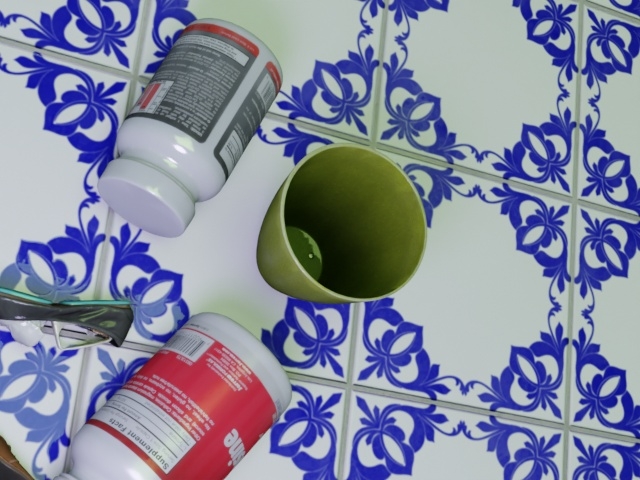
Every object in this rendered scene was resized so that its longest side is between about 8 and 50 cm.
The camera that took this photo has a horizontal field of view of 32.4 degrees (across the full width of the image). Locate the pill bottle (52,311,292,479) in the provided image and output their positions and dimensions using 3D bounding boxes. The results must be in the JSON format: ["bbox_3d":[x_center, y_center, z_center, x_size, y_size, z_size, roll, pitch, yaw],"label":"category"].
[{"bbox_3d":[-0.253,0.327,1.795,0.229,0.229,0.407,47,63,-7],"label":"pill bottle"}]

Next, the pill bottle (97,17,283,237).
[{"bbox_3d":[-0.233,-0.200,1.959,0.210,0.210,0.363,34,64,-13],"label":"pill bottle"}]

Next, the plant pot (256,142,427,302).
[{"bbox_3d":[0.000,0.000,1.966,0.275,0.293,0.274,6,74,-24],"label":"plant pot"}]

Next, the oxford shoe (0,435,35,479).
[{"bbox_3d":[-0.507,0.357,1.763,0.212,0.076,0.076,50,22,-16],"label":"oxford shoe"}]

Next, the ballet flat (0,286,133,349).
[{"bbox_3d":[-0.449,0.133,1.837,0.281,0.095,0.096,9,84,-23],"label":"ballet flat"}]
